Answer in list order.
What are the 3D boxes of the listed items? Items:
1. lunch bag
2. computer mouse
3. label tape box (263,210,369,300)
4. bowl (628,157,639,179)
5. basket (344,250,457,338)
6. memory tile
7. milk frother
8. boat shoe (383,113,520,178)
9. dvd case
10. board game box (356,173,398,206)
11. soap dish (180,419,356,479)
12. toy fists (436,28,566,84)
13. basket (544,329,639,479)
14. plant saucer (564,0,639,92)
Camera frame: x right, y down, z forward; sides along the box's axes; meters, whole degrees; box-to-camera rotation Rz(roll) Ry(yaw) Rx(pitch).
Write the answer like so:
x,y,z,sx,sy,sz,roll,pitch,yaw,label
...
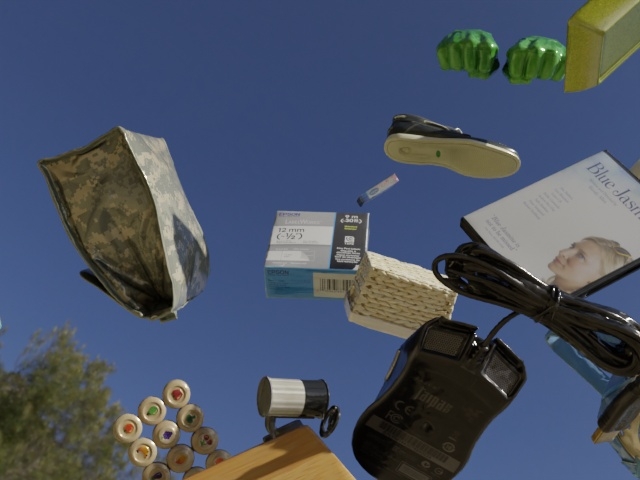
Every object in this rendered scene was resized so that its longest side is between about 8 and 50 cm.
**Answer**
x,y,z,sx,sy,sz,roll,pitch,yaw,label
-0.286,-0.013,1.161,0.168,0.235,0.287,-23,-87,4,lunch bag
0.141,0.122,0.590,0.184,0.060,0.262,23,-55,6,computer mouse
0.000,0.000,1.923,0.249,0.348,0.115,2,-49,6,label tape box
0.608,-0.117,1.330,0.053,0.142,0.142,41,-3,43,bowl
0.134,0.095,1.227,0.167,0.113,0.103,18,-78,-7,basket
-0.191,0.269,0.961,0.148,0.113,0.012,59,-20,-5,memory tile
-0.044,0.341,1.509,0.134,0.129,0.143,7,-20,-25,milk frother
0.230,-0.167,1.270,0.232,0.079,0.084,13,-37,6,boat shoe
0.341,-0.016,0.985,0.252,0.180,0.022,-24,-37,-14,dvd case
0.123,-0.108,1.603,0.020,0.090,0.090,57,-3,2,board game box
-0.084,0.252,0.647,0.228,0.118,0.291,-21,-12,-12,soap dish
0.382,-0.386,1.551,0.279,0.142,0.096,11,-69,12,toy fists
0.388,0.176,0.736,0.254,0.201,0.289,41,-18,-13,basket
0.467,-0.333,1.155,0.045,0.188,0.188,45,-6,28,plant saucer
